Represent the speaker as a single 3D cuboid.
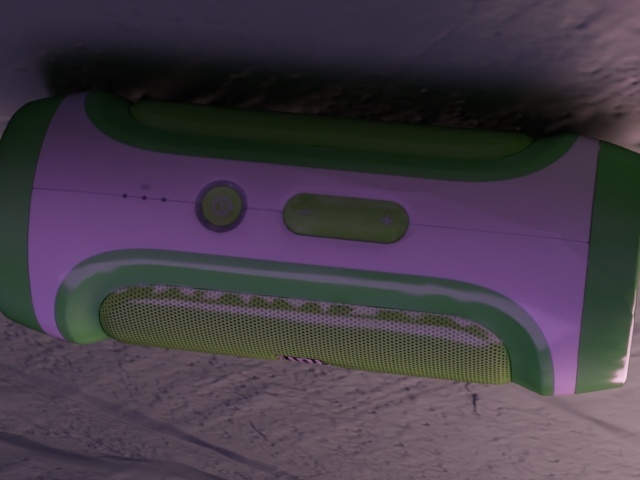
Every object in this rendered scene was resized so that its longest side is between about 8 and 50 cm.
[{"bbox_3d":[0.000,0.000,0.861,0.297,0.131,0.131,6,153,9],"label":"speaker"}]
